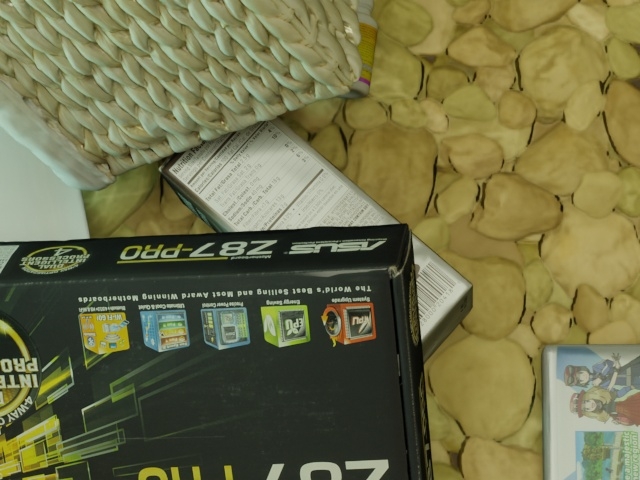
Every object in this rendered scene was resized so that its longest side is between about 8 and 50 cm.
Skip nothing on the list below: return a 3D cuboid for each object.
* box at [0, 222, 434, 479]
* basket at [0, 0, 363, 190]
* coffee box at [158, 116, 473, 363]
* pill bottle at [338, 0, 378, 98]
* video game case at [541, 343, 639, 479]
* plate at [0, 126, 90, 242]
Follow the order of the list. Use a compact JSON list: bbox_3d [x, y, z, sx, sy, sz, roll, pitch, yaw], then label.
[{"bbox_3d":[-0.115,0.153,1.461,0.395,0.097,0.318,-2,113,9],"label":"box"},{"bbox_3d":[-0.155,-0.274,1.442,0.266,0.331,0.328,-17,53,24],"label":"basket"},{"bbox_3d":[0.000,0.000,1.553,0.246,0.141,0.098,41,85,10],"label":"coffee box"},{"bbox_3d":[0.025,-0.164,1.631,0.043,0.043,0.083,8,80,4],"label":"pill bottle"},{"bbox_3d":[0.328,0.247,1.542,0.300,0.036,0.329,0,80,3],"label":"video game case"},{"bbox_3d":[-0.341,-0.078,1.581,0.278,0.045,0.277,-4,69,-20],"label":"plate"}]
